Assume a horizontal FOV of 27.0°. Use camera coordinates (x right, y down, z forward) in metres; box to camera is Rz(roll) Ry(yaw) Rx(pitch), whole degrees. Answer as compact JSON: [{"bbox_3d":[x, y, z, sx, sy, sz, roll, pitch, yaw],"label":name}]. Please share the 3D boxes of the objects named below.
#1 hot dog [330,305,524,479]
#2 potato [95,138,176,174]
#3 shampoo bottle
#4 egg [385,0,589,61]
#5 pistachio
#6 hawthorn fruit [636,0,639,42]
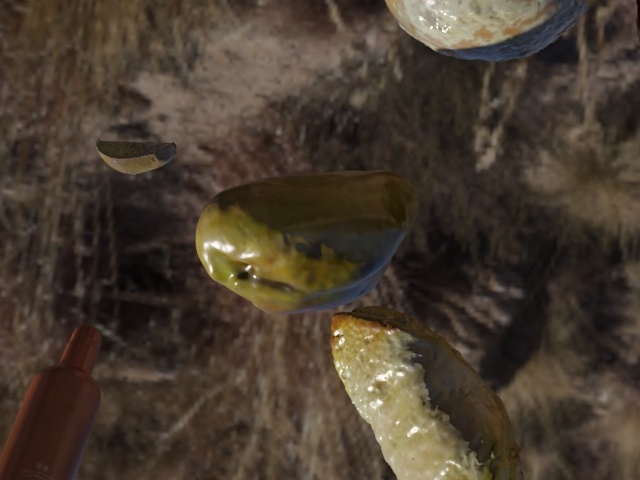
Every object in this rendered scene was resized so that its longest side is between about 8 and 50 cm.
[{"bbox_3d":[0.066,0.099,0.680,0.061,0.169,0.078,0,143,-40],"label":"hot dog"},{"bbox_3d":[-0.205,-0.086,1.465,0.093,0.036,0.037,3,128,15],"label":"potato"},{"bbox_3d":[-0.281,0.192,1.412,0.085,0.244,0.085,7,135,7],"label":"shampoo bottle"},{"bbox_3d":[0.186,-0.299,1.481,0.245,0.203,0.203,-4,168,6],"label":"egg"},{"bbox_3d":[0.003,-0.001,0.971,0.189,0.100,0.110,-6,173,-37],"label":"pistachio"},{"bbox_3d":[0.389,-0.187,1.140,0.254,0.254,0.300,11,-173,-13],"label":"hawthorn fruit"}]
